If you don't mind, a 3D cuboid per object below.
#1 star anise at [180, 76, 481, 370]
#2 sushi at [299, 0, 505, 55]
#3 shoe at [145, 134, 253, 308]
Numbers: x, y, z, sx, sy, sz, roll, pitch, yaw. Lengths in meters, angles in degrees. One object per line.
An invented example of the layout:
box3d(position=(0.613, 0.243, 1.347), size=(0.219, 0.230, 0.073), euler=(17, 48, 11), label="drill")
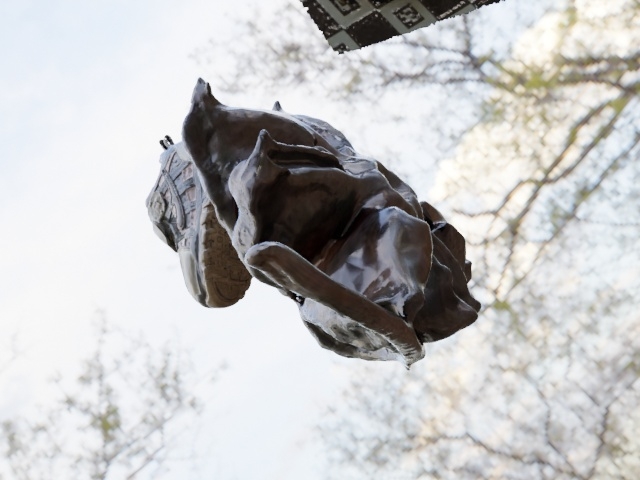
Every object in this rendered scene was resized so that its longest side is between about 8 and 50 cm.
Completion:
box3d(position=(0.000, 0.000, 0.823), size=(0.359, 0.316, 0.139), euler=(27, -79, -46), label="star anise")
box3d(position=(0.059, -0.269, 0.990), size=(0.210, 0.193, 0.040), euler=(-25, -18, -25), label="sushi")
box3d(position=(-0.112, -0.026, 1.021), size=(0.092, 0.180, 0.089), euler=(-7, -22, 26), label="shoe")
